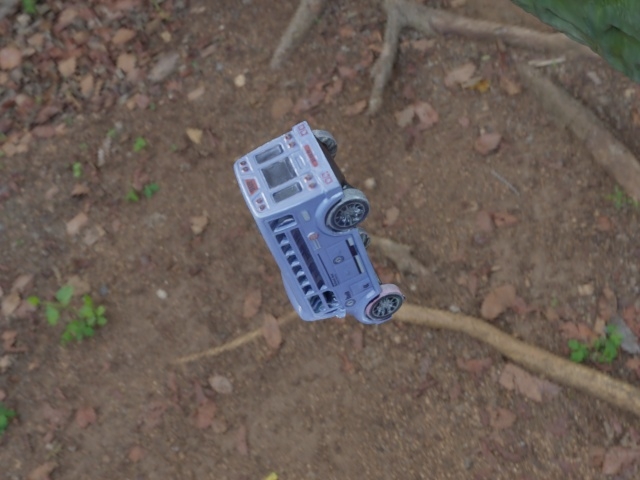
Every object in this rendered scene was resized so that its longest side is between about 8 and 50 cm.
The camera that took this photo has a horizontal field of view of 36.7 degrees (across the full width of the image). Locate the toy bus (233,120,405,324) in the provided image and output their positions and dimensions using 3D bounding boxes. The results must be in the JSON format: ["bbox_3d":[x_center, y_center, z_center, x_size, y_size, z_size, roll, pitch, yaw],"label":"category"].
[{"bbox_3d":[0.000,0.000,0.668,0.076,0.167,0.073,-25,50,-1],"label":"toy bus"}]

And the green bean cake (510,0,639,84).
[{"bbox_3d":[0.115,-0.162,0.380,0.094,0.185,0.183,-41,64,-11],"label":"green bean cake"}]
